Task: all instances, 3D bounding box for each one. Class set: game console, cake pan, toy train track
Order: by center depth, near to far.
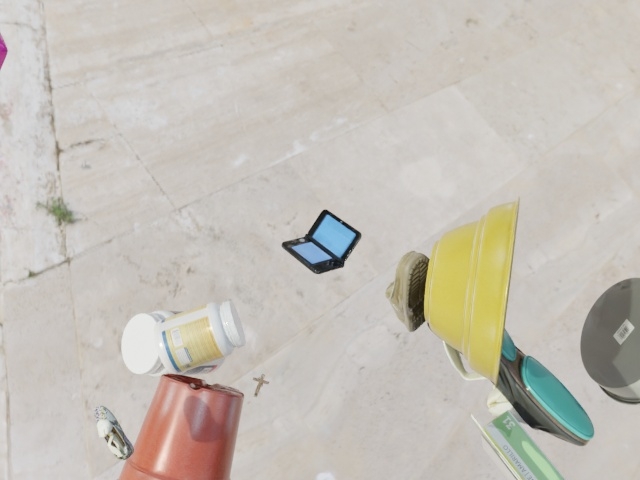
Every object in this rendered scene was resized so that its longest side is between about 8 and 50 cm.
[{"bbox_3d":[0.000,0.000,1.145,0.107,0.071,0.122,-14,36,-38],"label":"game console"},{"bbox_3d":[0.679,0.207,1.264,0.054,0.293,0.293,22,56,-12],"label":"cake pan"},{"bbox_3d":[-0.174,0.414,1.641,0.048,0.083,0.014,18,26,-6],"label":"toy train track"}]

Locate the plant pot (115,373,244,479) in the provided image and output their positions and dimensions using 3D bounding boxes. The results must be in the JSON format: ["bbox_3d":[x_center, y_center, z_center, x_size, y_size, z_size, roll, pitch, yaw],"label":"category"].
[{"bbox_3d":[-0.306,0.462,1.344,0.272,0.272,0.265,17,79,-14],"label":"plant pot"}]

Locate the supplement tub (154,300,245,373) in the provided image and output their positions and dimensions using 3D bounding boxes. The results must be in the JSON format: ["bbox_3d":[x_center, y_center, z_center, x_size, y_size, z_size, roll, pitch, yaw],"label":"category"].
[{"bbox_3d":[-0.304,0.242,1.474,0.199,0.144,0.144,-19,68,-2],"label":"supplement tub"}]

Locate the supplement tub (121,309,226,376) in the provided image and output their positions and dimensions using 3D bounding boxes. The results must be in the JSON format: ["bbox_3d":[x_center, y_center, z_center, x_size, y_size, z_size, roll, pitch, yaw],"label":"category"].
[{"bbox_3d":[-0.422,0.304,1.711,0.272,0.191,0.191,15,50,-55],"label":"supplement tub"}]

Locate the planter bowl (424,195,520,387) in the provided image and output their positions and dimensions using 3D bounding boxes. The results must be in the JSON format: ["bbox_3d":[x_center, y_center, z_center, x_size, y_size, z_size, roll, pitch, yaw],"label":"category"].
[{"bbox_3d":[0.172,0.053,0.671,0.090,0.217,0.217,8,53,19],"label":"planter bowl"}]

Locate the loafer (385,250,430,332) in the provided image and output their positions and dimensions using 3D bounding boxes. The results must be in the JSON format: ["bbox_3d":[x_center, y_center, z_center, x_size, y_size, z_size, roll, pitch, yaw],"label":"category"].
[{"bbox_3d":[0.107,0.062,0.727,0.056,0.148,0.050,-39,55,-24],"label":"loafer"}]

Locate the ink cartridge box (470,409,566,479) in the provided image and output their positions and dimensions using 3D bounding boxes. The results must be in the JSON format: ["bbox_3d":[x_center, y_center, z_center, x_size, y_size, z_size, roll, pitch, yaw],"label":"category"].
[{"bbox_3d":[0.262,0.287,0.699,0.056,0.235,0.171,-35,56,-4],"label":"ink cartridge box"}]

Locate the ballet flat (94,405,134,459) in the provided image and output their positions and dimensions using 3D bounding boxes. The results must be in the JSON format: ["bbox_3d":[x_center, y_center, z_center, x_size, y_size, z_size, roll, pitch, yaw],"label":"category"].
[{"bbox_3d":[-0.387,0.360,1.075,0.041,0.041,0.114,-37,101,-35],"label":"ballet flat"}]

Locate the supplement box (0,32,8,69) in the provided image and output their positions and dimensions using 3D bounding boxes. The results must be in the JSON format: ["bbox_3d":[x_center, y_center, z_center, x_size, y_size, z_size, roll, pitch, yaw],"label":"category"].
[{"bbox_3d":[-0.327,-0.095,0.409,0.111,0.220,0.114,1,46,-51],"label":"supplement box"}]

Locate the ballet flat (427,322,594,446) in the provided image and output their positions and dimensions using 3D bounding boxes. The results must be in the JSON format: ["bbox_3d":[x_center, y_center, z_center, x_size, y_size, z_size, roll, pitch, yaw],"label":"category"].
[{"bbox_3d":[0.259,0.185,0.822,0.280,0.096,0.095,49,35,1],"label":"ballet flat"}]
